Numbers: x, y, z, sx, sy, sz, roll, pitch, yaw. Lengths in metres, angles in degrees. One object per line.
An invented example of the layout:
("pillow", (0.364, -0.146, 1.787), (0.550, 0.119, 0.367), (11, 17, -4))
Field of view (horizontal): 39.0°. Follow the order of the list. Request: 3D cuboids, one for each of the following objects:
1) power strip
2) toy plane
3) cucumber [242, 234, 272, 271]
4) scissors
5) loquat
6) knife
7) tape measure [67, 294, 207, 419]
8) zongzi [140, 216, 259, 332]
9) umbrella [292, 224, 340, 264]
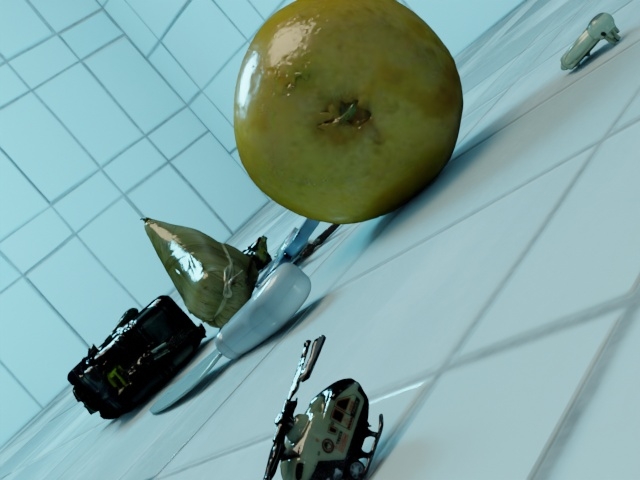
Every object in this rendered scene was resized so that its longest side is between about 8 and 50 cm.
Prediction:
("power strip", (0.280, -0.201, 0.931), (0.055, 0.035, 0.083), (-43, -7, -23))
("toy plane", (-0.006, 0.102, 0.416), (0.031, 0.049, 0.120), (-34, 26, 51))
("cucumber", (-0.152, 0.062, 1.573), (0.181, 0.053, 0.053), (-40, 6, 16))
("scissors", (-0.043, 0.010, 1.313), (0.125, 0.030, 0.256), (-53, 2, 4))
("loquat", (0.027, -0.149, 1.016), (0.263, 0.263, 0.263), (-40, 6, 5))
("knife", (-0.117, 0.130, 0.975), (0.331, 0.044, 0.080), (-43, 10, 38))
("tape measure", (-0.259, 0.159, 1.267), (0.186, 0.112, 0.199), (-41, 7, -25))
("zongzi", (-0.184, 0.036, 1.275), (0.099, 0.197, 0.194), (-56, 7, 7))
("umbrella", (0.000, -0.001, 1.264), (0.122, 0.013, 0.022), (-44, -13, -14))
